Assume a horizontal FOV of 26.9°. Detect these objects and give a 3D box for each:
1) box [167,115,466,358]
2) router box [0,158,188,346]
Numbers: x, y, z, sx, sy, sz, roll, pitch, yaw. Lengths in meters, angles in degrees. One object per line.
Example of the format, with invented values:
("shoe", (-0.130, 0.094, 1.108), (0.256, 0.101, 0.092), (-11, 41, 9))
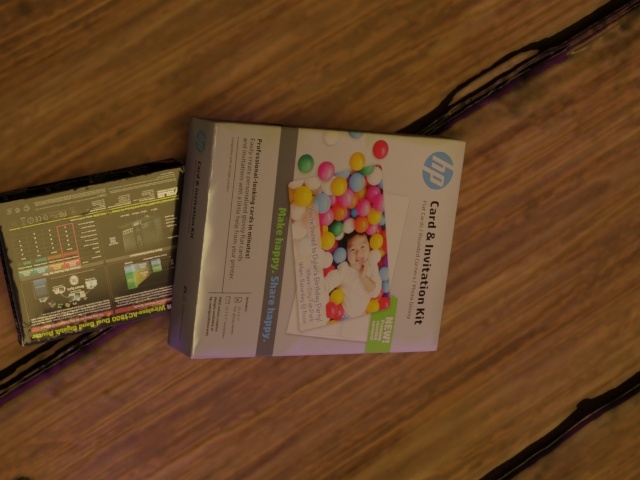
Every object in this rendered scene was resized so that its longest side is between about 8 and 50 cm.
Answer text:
("box", (0.000, 0.000, 0.852), (0.186, 0.038, 0.145), (2, 100, -33))
("router box", (-0.136, 0.006, 0.833), (0.122, 0.038, 0.092), (-12, 104, -14))
